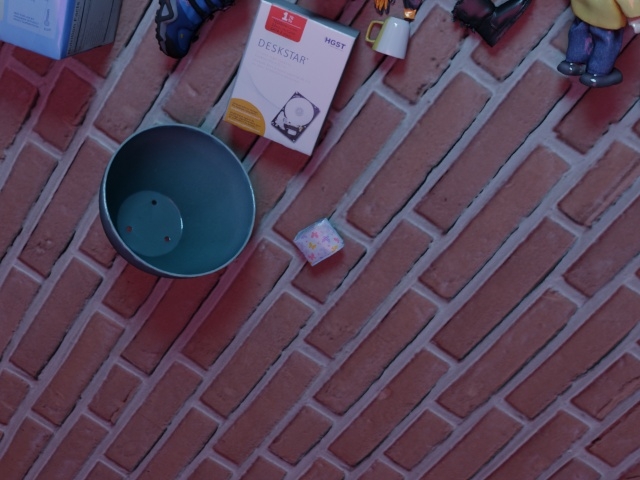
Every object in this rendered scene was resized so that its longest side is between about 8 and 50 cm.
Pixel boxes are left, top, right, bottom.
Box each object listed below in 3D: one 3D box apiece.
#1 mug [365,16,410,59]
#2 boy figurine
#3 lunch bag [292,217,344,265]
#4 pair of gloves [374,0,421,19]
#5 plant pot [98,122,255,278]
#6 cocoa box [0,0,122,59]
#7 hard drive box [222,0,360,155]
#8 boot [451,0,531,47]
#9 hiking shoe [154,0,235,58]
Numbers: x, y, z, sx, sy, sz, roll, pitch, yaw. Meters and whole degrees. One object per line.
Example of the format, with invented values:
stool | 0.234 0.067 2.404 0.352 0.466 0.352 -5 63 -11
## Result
mug | 0.122 -0.362 1.310 0.078 0.062 0.064 17 107 -4
boy figurine | 0.449 -0.395 1.173 0.092 0.177 0.285 -14 126 -23
lunch bag | 0.000 0.000 1.492 0.083 0.053 0.071 -32 102 31
pair of gloves | 0.137 -0.430 1.303 0.083 0.010 0.074 11 114 5
plant pot | -0.298 -0.054 1.425 0.290 0.290 0.195 48 147 -11
cocoa box | -0.539 -0.487 1.280 0.347 0.228 0.231 20 115 1
hard drive box | -0.055 -0.300 1.351 0.181 0.089 0.232 21 115 0
boot | 0.293 -0.403 1.270 0.099 0.045 0.121 40 115 -4
hiking shoe | -0.197 -0.427 1.285 0.132 0.113 0.304 26 134 -6
